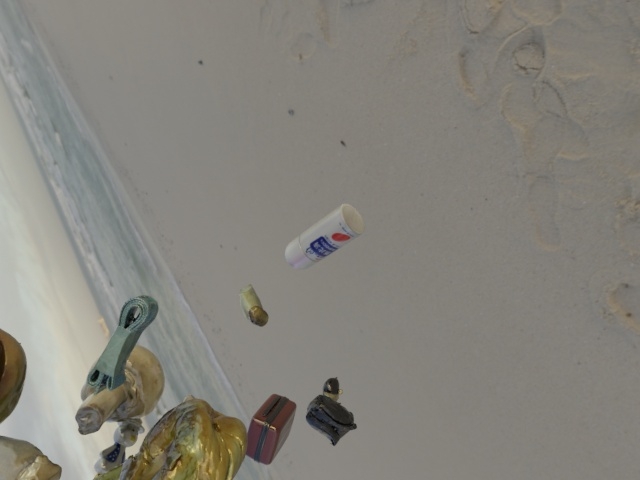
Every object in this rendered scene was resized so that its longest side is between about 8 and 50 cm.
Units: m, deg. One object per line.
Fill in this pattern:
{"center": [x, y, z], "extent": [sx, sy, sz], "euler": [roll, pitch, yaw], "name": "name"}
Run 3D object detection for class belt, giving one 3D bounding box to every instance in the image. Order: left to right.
{"center": [-0.552, 0.292, 1.148], "extent": [0.087, 0.302, 0.072], "euler": [27, -177, -1], "name": "belt"}

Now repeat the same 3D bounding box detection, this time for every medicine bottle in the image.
{"center": [0.000, 0.000, 1.549], "extent": [0.341, 0.130, 0.130], "euler": [-33, 80, 34], "name": "medicine bottle"}

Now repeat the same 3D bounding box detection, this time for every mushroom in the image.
{"center": [-0.540, 0.355, 0.651], "extent": [0.096, 0.278, 0.099], "euler": [1, -89, -82], "name": "mushroom"}
{"center": [-0.750, 0.564, 1.514], "extent": [0.336, 0.315, 0.314], "euler": [-89, -16, -78], "name": "mushroom"}
{"center": [-0.309, 0.267, 1.797], "extent": [0.107, 0.087, 0.333], "euler": [60, 173, -29], "name": "mushroom"}

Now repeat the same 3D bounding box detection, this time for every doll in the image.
{"center": [-0.803, 0.830, 1.633], "extent": [0.119, 0.293, 0.138], "euler": [-11, 127, 24], "name": "doll"}
{"center": [0.032, 0.620, 1.607], "extent": [0.102, 0.179, 0.088], "euler": [7, 146, 29], "name": "doll"}

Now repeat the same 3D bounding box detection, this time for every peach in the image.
{"center": [-0.891, 0.344, 1.009], "extent": [0.292, 0.248, 0.292], "euler": [-25, -90, -86], "name": "peach"}

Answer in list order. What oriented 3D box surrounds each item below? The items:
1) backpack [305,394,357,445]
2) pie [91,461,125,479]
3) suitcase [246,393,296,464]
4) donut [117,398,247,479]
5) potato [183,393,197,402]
{"center": [0.030, 0.600, 1.396], "extent": [0.165, 0.120, 0.106], "euler": [46, -171, -13], "name": "backpack"}
{"center": [-0.709, 0.813, 1.396], "extent": [0.070, 0.323, 0.323], "euler": [59, 150, 13], "name": "pie"}
{"center": [-0.243, 0.917, 2.011], "extent": [0.161, 0.297, 0.236], "euler": [18, 99, 14], "name": "suitcase"}
{"center": [-0.342, 0.553, 0.987], "extent": [0.170, 0.360, 0.360], "euler": [46, 156, -19], "name": "donut"}
{"center": [-0.509, 0.727, 1.705], "extent": [0.201, 0.081, 0.164], "euler": [10, 138, 49], "name": "potato"}
